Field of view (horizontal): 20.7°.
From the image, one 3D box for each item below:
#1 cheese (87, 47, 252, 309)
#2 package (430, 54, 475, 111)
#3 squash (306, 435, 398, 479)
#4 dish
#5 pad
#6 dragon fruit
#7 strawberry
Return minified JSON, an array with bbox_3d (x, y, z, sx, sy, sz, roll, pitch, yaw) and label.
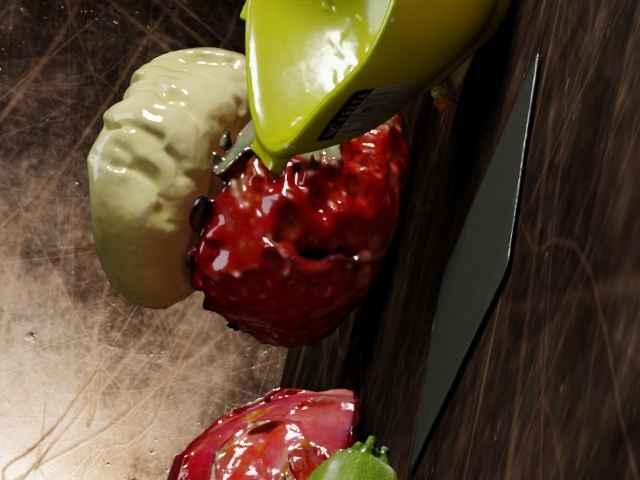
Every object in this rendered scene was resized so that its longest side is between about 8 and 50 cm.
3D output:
[{"bbox_3d":[-0.121,-0.051,1.517,0.214,0.117,0.226,-51,-28,-53],"label":"cheese"},{"bbox_3d":[0.098,-0.149,1.207,0.108,0.031,0.121,-129,52,-87],"label":"package"},{"bbox_3d":[0.011,0.171,0.885,0.258,0.069,0.069,-82,6,-73],"label":"squash"},{"bbox_3d":[0.045,-0.163,1.125,0.262,0.108,0.221,129,145,-49],"label":"dish"},{"bbox_3d":[0.080,0.017,0.932,0.211,0.003,0.143,108,176,-54],"label":"pad"},{"bbox_3d":[-0.049,0.218,1.309,0.163,0.189,0.262,52,-139,-53],"label":"dragon fruit"},{"bbox_3d":[-0.006,0.000,1.508,0.253,0.150,0.280,-38,-35,-58],"label":"strawberry"}]
